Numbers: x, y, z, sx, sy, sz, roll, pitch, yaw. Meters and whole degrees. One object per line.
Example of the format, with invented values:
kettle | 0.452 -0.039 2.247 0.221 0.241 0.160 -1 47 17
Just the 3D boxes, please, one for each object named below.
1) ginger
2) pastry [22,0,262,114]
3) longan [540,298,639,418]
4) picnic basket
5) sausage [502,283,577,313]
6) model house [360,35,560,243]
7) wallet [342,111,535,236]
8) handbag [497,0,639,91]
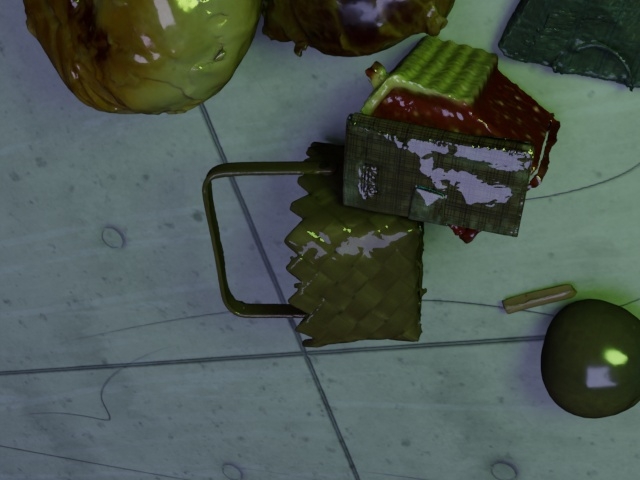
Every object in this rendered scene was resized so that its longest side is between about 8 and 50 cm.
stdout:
ginger | 0.061 -0.369 1.064 0.274 0.152 0.357 37 126 -4
pastry | -0.225 -0.353 1.100 0.409 0.245 0.409 22 121 42
longan | 0.414 0.180 1.279 0.189 0.189 0.189 11 125 16
picnic basket | 0.000 0.000 1.245 0.321 0.291 0.254 -2 122 9
sausage | 0.341 0.091 1.330 0.116 0.026 0.026 -18 113 30
model house | 0.172 -0.160 1.131 0.254 0.196 0.160 44 126 -8
wallet | 0.138 -0.081 1.046 0.230 0.042 0.124 11 119 15
handbag | 0.367 -0.269 1.055 0.270 0.088 0.175 18 134 11
